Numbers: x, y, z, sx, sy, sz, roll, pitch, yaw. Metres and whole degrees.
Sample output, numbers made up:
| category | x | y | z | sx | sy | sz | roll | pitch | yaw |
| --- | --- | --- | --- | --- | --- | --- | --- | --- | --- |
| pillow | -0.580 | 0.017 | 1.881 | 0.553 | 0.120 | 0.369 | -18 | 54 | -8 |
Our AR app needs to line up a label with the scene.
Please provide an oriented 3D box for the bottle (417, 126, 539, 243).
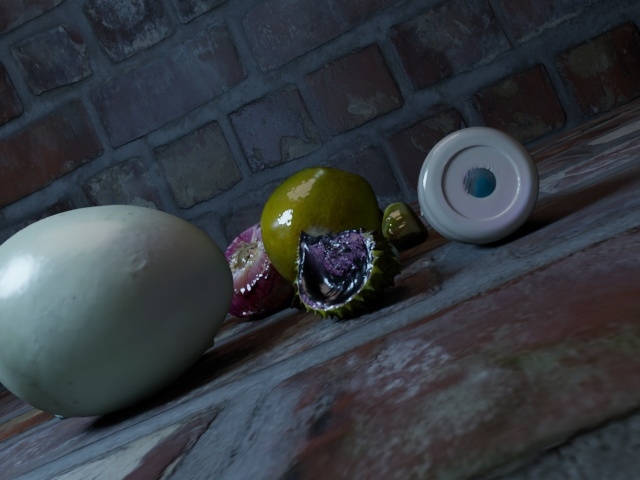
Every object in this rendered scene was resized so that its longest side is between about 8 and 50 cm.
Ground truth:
| category | x | y | z | sx | sy | sz | roll | pitch | yaw |
| --- | --- | --- | --- | --- | --- | --- | --- | --- | --- |
| bottle | 0.208 | -0.064 | 0.864 | 0.148 | 0.147 | 0.236 | -25 | -5 | 4 |

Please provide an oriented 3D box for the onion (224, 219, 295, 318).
| category | x | y | z | sx | sy | sz | roll | pitch | yaw |
| --- | --- | --- | --- | --- | --- | --- | --- | --- | --- |
| onion | -0.100 | 0.065 | 1.209 | 0.230 | 0.163 | 0.229 | -28 | 41 | 28 |

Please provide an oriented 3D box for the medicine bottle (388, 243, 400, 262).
| category | x | y | z | sx | sy | sz | roll | pitch | yaw |
| --- | --- | --- | --- | --- | --- | --- | --- | --- | --- |
| medicine bottle | 0.081 | 0.039 | 0.944 | 0.083 | 0.047 | 0.047 | -26 | 2 | -41 |

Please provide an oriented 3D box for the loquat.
| category | x | y | z | sx | sy | sz | roll | pitch | yaw |
| --- | --- | --- | --- | --- | --- | --- | --- | --- | --- |
| loquat | 0.000 | 0.000 | 1.026 | 0.214 | 0.246 | 0.213 | 15 | -13 | 3 |

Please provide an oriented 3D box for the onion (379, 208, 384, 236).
| category | x | y | z | sx | sy | sz | roll | pitch | yaw |
| --- | --- | --- | --- | --- | --- | --- | --- | --- | --- |
| onion | 0.058 | -0.015 | 1.372 | 0.198 | 0.135 | 0.173 | -28 | 0 | -19 |

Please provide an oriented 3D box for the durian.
| category | x | y | z | sx | sy | sz | roll | pitch | yaw |
| --- | --- | --- | --- | --- | --- | --- | --- | --- | --- |
| durian | 0.047 | 0.051 | 0.780 | 0.108 | 0.118 | 0.187 | 19 | -11 | -33 |

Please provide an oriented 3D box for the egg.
| category | x | y | z | sx | sy | sz | roll | pitch | yaw |
| --- | --- | --- | --- | --- | --- | --- | --- | --- | --- |
| egg | -0.291 | 0.088 | 0.843 | 0.345 | 0.283 | 0.283 | -21 | 2 | 5 |

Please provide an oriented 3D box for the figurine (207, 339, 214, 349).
| category | x | y | z | sx | sy | sz | roll | pitch | yaw |
| --- | --- | --- | --- | --- | --- | --- | --- | --- | --- |
| figurine | -0.261 | 0.189 | 0.984 | 0.188 | 0.083 | 0.083 | -19 | 1 | -9 |

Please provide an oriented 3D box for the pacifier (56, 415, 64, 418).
| category | x | y | z | sx | sy | sz | roll | pitch | yaw |
| --- | --- | --- | --- | --- | --- | --- | --- | --- | --- |
| pacifier | -0.476 | 0.148 | 1.106 | 0.288 | 0.269 | 0.343 | -49 | 31 | 29 |

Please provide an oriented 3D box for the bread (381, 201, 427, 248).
| category | x | y | z | sx | sy | sz | roll | pitch | yaw |
| --- | --- | --- | --- | --- | --- | --- | --- | --- | --- |
| bread | 0.163 | -0.032 | 1.224 | 0.083 | 0.094 | 0.157 | -20 | 11 | 14 |
